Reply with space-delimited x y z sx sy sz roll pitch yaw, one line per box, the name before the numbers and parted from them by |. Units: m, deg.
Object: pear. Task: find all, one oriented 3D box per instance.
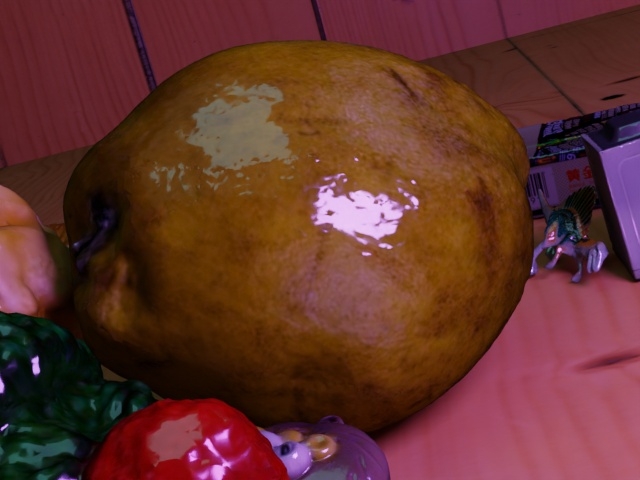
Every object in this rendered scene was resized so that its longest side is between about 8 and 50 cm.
pear | -0.011 0.003 0.976 0.413 0.352 0.352 -8 13 -16

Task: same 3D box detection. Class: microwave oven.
microwave oven | 0.391 -0.069 1.155 0.205 0.163 0.129 -17 13 7

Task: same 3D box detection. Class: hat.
hat | -0.164 0.173 0.725 0.332 0.242 0.274 -6 47 23

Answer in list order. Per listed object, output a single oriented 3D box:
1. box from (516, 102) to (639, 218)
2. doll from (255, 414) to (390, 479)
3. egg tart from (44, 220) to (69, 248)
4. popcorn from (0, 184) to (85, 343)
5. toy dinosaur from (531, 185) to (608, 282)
box | 0.332 -0.103 1.475 0.310 0.084 0.198 -11 16 18
doll | -0.023 0.190 0.777 0.145 0.096 0.188 -19 24 14
egg tart | -0.425 0.061 1.553 0.319 0.128 0.319 -13 14 3
popcorn | -0.402 0.083 1.020 0.390 0.344 0.354 -35 17 6
toy dinosaur | 0.268 -0.020 1.215 0.106 0.044 0.187 -54 14 44
